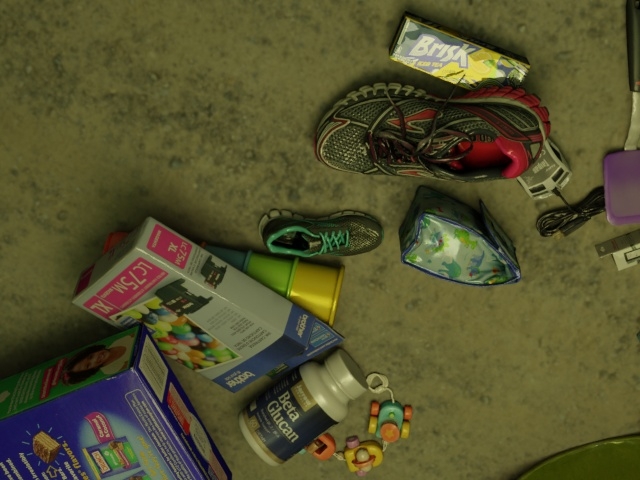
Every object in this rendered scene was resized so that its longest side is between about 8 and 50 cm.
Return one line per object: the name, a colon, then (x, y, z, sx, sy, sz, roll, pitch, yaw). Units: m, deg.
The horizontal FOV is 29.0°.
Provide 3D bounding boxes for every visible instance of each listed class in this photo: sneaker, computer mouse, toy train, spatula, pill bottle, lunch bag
sneaker: (0.126, -0.127, 1.524, 0.299, 0.112, 0.121, -3, 124, 26)
computer mouse: (0.286, -0.093, 1.598, 0.106, 0.042, 0.193, -34, 109, 17)
toy train: (0.048, 0.268, 1.725, 0.166, 0.046, 0.125, -41, 102, 15)
spatula: (0.400, -0.167, 1.567, 0.084, 0.030, 0.296, -5, 106, -11)
sneaker: (0.000, 0.000, 1.622, 0.166, 0.076, 0.065, -1, 109, 3)
pill bottle: (-0.021, 0.224, 1.686, 0.169, 0.094, 0.094, -38, 103, 9)
lunch bag: (0.183, 0.001, 1.586, 0.151, 0.129, 0.096, 23, 108, -4)

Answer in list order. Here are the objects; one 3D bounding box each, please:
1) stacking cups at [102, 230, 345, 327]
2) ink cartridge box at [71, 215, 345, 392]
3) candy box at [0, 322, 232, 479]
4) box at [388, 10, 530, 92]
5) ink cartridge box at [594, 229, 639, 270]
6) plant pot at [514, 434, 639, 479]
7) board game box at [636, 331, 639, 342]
stacking cups: (-0.129, 0.047, 1.647, 0.316, 0.096, 0.096, 12, 109, 4)
ink cartridge box: (-0.143, 0.101, 1.597, 0.311, 0.065, 0.186, 30, 141, -22)
candy box: (-0.314, 0.293, 1.612, 0.317, 0.122, 0.268, -22, 113, 9)
box: (0.172, -0.228, 1.549, 0.169, 0.054, 0.059, 21, 108, -4)
ink cartridge box: (0.406, 0.012, 1.621, 0.083, 0.048, 0.028, -20, 106, 10)
plant pot: (0.430, 0.506, 1.632, 0.366, 0.366, 0.353, -16, 111, 8)
board game box: (0.555, 0.078, 1.586, 0.142, 0.144, 0.275, 32, 106, -7)
